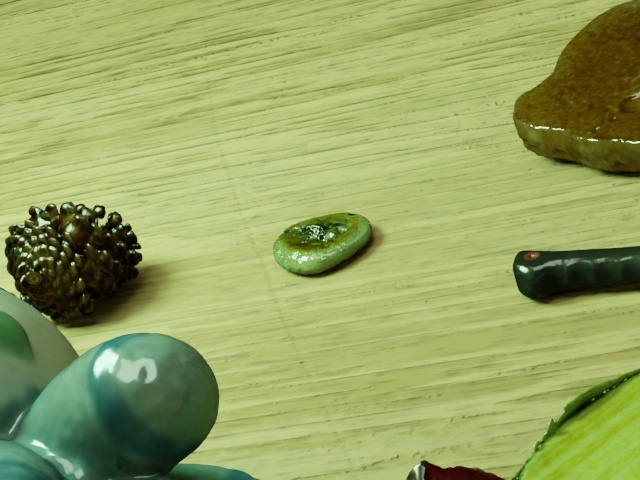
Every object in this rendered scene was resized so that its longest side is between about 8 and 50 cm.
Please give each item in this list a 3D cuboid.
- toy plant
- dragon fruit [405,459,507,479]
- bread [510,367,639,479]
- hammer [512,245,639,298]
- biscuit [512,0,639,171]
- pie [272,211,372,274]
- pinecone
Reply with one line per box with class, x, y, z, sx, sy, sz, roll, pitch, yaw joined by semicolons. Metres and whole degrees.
toy plant;-0.157;0.162;1.193;0.332;0.247;0.247;19;46;43
dragon fruit;0.119;0.272;0.860;0.205;0.152;0.317;15;36;-21
bread;0.238;0.137;1.119;0.301;0.045;0.301;-16;24;8
hammer;0.263;0.012;1.350;0.287;0.033;0.111;-6;31;28
biscuit;0.303;-0.131;1.576;0.273;0.049;0.257;3;38;42
pie;0.001;-0.001;1.581;0.084;0.021;0.084;-16;27;9
pinecone;-0.197;0.017;1.625;0.109;0.102;0.102;-2;16;-28
